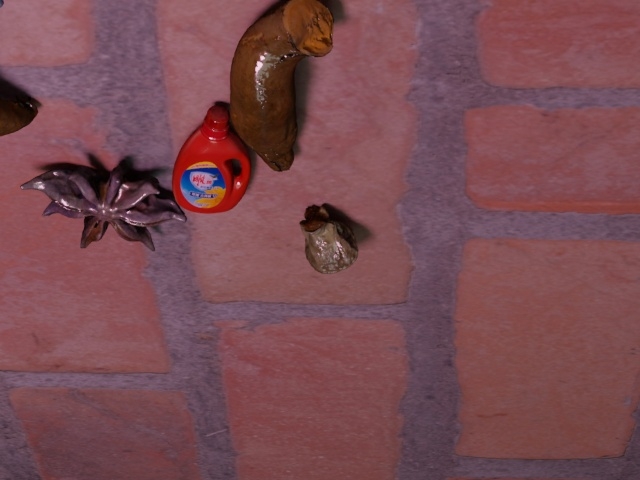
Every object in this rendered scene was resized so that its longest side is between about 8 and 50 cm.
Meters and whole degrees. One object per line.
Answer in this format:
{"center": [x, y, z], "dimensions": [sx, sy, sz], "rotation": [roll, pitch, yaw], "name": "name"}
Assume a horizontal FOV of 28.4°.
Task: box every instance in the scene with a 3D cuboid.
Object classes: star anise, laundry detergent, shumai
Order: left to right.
{"center": [-0.276, -0.046, 1.643], "dimensions": [0.204, 0.061, 0.180], "rotation": [0, 143, 3], "name": "star anise"}
{"center": [-0.131, -0.102, 1.575], "dimensions": [0.097, 0.049, 0.165], "rotation": [4, 141, -13], "name": "laundry detergent"}
{"center": [0.000, 0.000, 1.670], "dimensions": [0.080, 0.083, 0.082], "rotation": [21, 104, -51], "name": "shumai"}

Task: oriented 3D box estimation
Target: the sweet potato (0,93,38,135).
{"center": [-0.499, -0.212, 1.393], "dimensions": [0.130, 0.130, 0.422], "rotation": [-27, 134, 32], "name": "sweet potato"}

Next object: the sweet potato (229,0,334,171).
{"center": [-0.049, -0.167, 1.457], "dimensions": [0.112, 0.085, 0.286], "rotation": [1, 143, -5], "name": "sweet potato"}

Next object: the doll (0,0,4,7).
{"center": [-0.421, -0.294, 1.193], "dimensions": [0.365, 0.187, 0.376], "rotation": [-29, 137, 15], "name": "doll"}
